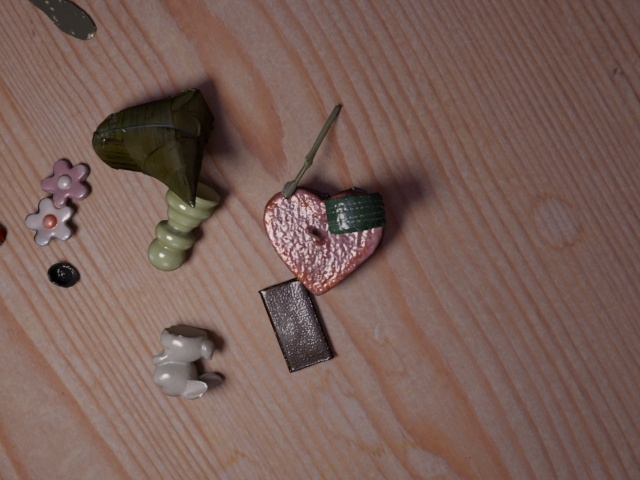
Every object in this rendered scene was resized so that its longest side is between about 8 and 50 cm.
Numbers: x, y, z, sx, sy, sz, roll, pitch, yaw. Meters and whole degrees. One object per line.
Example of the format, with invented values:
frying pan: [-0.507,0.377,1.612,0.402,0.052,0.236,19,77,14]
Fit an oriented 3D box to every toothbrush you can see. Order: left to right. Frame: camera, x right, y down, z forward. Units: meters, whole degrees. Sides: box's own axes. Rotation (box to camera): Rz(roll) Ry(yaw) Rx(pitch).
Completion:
toothbrush: [-0.019,-0.228,1.503,0.028,0.026,0.294,21,73,38]

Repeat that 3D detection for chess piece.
chess piece: [-0.380,-0.032,1.589,0.144,0.144,0.251,29,106,5]

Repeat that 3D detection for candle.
candle: [0.000,0.000,1.529,0.316,0.131,0.287,9,100,9]

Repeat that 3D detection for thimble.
thimble: [0.080,-0.064,1.400,0.135,0.118,0.090,-9,92,-23]

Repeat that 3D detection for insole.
insole: [-0.726,-0.640,1.636,0.248,0.011,0.081,39,99,3]

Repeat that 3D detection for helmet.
helmet: [-0.744,0.104,1.698,0.084,0.049,0.065,35,65,-20]

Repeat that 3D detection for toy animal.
toy animal: [-0.368,0.334,1.623,0.178,0.127,0.193,1,94,7]

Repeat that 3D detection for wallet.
wallet: [-0.066,0.228,1.609,0.132,0.039,0.243,-21,92,4]

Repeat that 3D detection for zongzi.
zongzi: [-0.436,-0.194,1.496,0.322,0.160,0.361,-15,57,15]

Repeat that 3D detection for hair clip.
hair clip: [-0.738,-0.105,1.668,0.146,0.075,0.257,22,94,11]

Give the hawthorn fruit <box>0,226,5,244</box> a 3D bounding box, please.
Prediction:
hawthorn fruit: [-0.958,-0.012,1.704,0.093,0.093,0.093,1,96,9]
